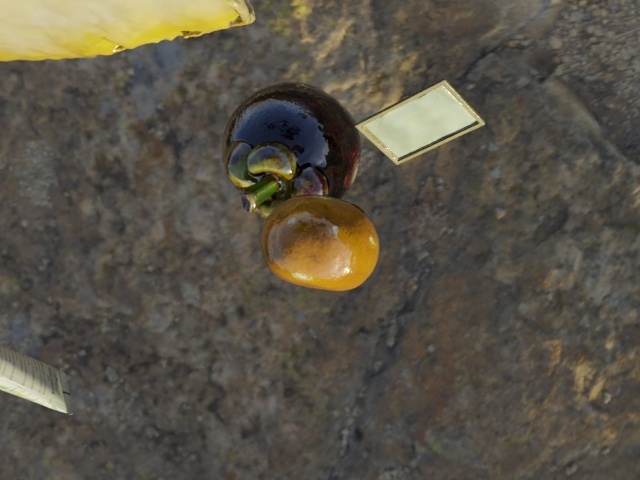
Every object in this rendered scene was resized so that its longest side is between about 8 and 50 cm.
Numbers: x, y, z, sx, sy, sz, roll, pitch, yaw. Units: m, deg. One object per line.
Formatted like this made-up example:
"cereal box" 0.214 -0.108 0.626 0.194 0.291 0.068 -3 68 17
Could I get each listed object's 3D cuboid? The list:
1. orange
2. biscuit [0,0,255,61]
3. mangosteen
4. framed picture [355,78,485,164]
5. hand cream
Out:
"orange" 0.000 0.000 1.184 0.156 0.156 0.124 6 79 29
"biscuit" -0.291 -0.260 0.653 0.446 0.429 0.103 -4 68 36
"mangosteen" -0.050 -0.174 1.884 0.313 0.297 0.296 52 132 53
"framed picture" 0.184 -0.217 1.703 0.201 0.010 0.136 -24 134 33
"hand cream" -0.338 0.128 0.939 0.042 0.194 0.067 -48 40 10
